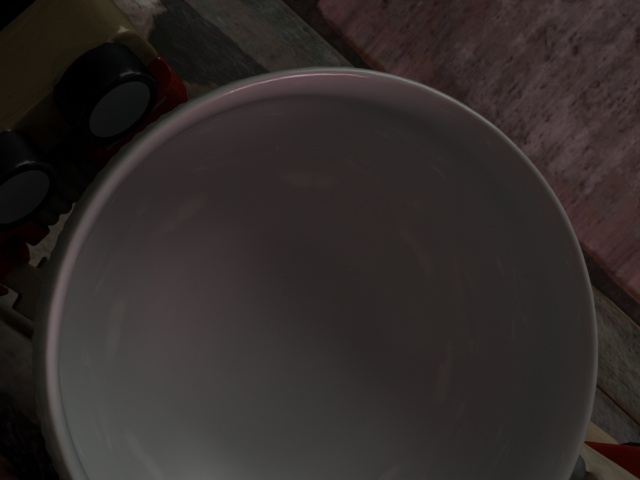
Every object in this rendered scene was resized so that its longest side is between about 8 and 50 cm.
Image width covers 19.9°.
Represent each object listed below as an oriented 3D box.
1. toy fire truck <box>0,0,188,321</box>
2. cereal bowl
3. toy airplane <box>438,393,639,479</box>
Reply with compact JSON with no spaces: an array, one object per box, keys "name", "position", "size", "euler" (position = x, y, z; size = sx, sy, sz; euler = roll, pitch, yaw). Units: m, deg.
[{"name":"toy fire truck","position":[-0.164,-0.025,1.166],"size":[0.158,0.217,0.246],"euler":[48,0,25]},{"name":"cereal bowl","position":[-0.012,0.067,1.103],"size":[0.339,0.339,0.141],"euler":[39,-13,-13]},{"name":"toy airplane","position":[0.242,0.246,1.309],"size":[0.386,0.272,0.384],"euler":[24,-19,17]}]
